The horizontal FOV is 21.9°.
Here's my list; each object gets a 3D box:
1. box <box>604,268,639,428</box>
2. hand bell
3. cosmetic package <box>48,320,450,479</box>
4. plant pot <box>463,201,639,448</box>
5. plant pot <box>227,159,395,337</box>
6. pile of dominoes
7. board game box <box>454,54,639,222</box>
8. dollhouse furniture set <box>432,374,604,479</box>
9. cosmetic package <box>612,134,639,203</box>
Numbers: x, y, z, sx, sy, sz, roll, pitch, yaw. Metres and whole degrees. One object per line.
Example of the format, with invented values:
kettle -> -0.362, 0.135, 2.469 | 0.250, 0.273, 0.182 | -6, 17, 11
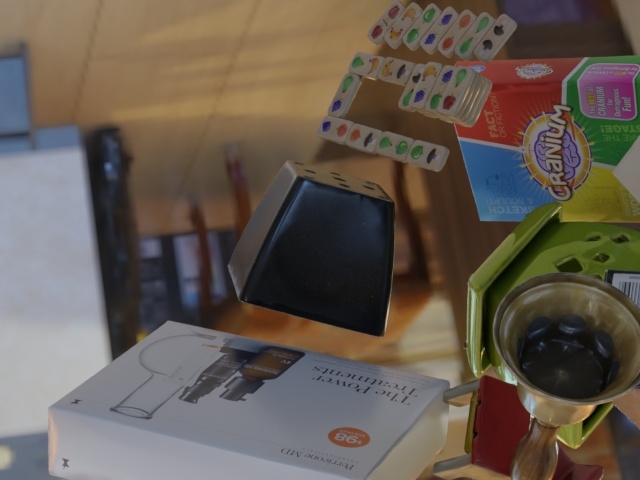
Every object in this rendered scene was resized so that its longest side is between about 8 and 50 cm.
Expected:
box -> 0.440, 0.143, 1.974 | 0.165, 0.143, 0.270 | 4, 162, 26
hand bell -> 0.191, 0.150, 1.380 | 0.126, 0.126, 0.242 | -7, 141, -9
cosmetic package -> -0.076, 0.212, 1.886 | 0.377, 0.097, 0.284 | 10, -157, 20
plant pot -> 0.322, 0.100, 2.218 | 0.228, 0.207, 0.227 | -46, 151, -29
plant pot -> 0.000, 0.000, 2.092 | 0.188, 0.167, 0.187 | 14, -170, -11
pile of dominoes -> 0.100, -0.193, 1.931 | 0.040, 0.196, 0.251 | 28, 175, -39
board game box -> 0.352, -0.138, 2.312 | 0.316, 0.064, 0.242 | 0, 127, 28
dollhouse furniture set -> 0.227, 0.336, 1.696 | 0.201, 0.374, 0.152 | 22, 152, -24
cosmetic package -> 0.421, -0.142, 1.491 | 0.160, 0.113, 0.309 | -6, 139, -45
